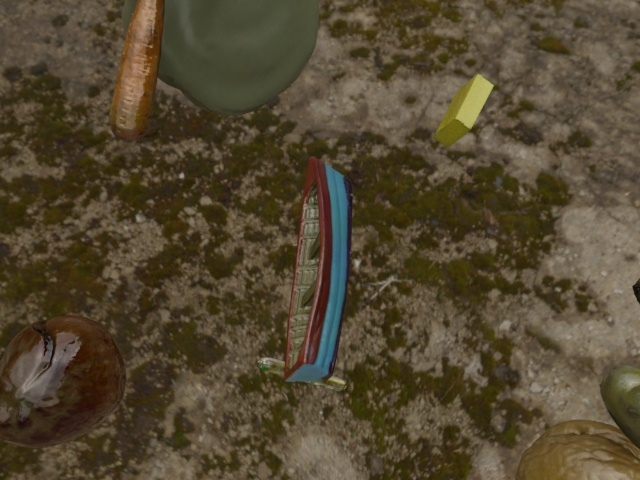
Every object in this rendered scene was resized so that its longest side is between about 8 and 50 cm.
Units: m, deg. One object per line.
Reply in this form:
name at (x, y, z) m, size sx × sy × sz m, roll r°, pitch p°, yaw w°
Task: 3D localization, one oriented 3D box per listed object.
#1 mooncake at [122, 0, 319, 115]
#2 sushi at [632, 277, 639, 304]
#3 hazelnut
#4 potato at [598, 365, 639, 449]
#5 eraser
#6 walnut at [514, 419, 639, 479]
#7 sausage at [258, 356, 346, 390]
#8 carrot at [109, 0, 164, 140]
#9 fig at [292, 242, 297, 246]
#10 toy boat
mooncake at (-0.132, -0.309, 0.755) m, size 0.275 × 0.274 × 0.135 m, roll -36°, pitch 45°, yaw -16°
sushi at (0.992, 0.095, 1.448) m, size 0.170 × 0.350 × 0.211 m, roll 60°, pitch 33°, yaw 4°
hazelnut at (-0.440, 0.243, 0.957) m, size 0.218 × 0.218 × 0.233 m, roll 26°, pitch 89°, yaw 16°
potato at (0.657, 0.335, 1.092) m, size 0.160 × 0.177 × 0.235 m, roll -43°, pitch 50°, yaw -10°
eraser at (0.288, -0.261, 1.147) m, size 0.045 × 0.097 × 0.122 m, roll 33°, pitch 71°, yaw -8°
walnut at (0.607, 0.552, 1.251) m, size 0.333 × 0.332 × 0.332 m, roll -1°, pitch 61°, yaw 2°
sausage at (-0.035, 0.299, 1.259) m, size 0.033 × 0.269 × 0.032 m, roll -27°, pitch 50°, yaw 38°
carrot at (-0.197, -0.204, 0.618) m, size 0.047 × 0.047 × 0.190 m, roll 13°, pitch 98°, yaw 10°
fig at (0.011, -0.006, 1.599) m, size 0.153 × 0.119 × 0.119 m, roll 18°, pitch 63°, yaw 7°
toy boat at (-0.001, 0.027, 0.877) m, size 0.080 × 0.136 × 0.391 m, roll 17°, pitch 54°, yaw -14°
